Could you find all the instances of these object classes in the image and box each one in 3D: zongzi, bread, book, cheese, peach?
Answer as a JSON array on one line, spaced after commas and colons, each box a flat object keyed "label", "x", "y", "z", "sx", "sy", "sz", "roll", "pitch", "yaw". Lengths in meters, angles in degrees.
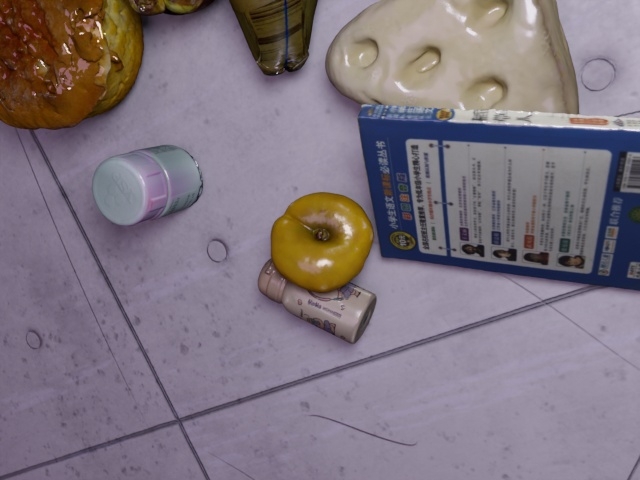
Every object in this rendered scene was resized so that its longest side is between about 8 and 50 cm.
[{"label": "zongzi", "x": -0.007, "y": -0.416, "z": 0.974, "sx": 0.289, "sy": 0.123, "sz": 0.260, "roll": -21, "pitch": 125, "yaw": 6}, {"label": "bread", "x": -0.484, "y": -0.377, "z": 1.148, "sx": 0.358, "sy": 0.204, "sz": 0.337, "roll": 5, "pitch": 109, "yaw": 26}, {"label": "book", "x": 0.275, "y": -0.057, "z": 0.921, "sx": 0.427, "sy": 0.039, "sz": 0.300, "roll": 8, "pitch": 139, "yaw": 21}, {"label": "cheese", "x": 0.200, "y": -0.228, "z": 0.935, "sx": 0.350, "sy": 0.129, "sz": 0.329, "roll": -24, "pitch": 99, "yaw": 31}, {"label": "peach", "x": 0.000, "y": 0.000, "z": 1.073, "sx": 0.179, "sy": 0.103, "sz": 0.179, "roll": -4, "pitch": 62, "yaw": 7}]

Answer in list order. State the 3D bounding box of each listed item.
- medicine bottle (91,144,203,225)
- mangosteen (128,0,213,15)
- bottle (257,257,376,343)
[{"label": "medicine bottle", "x": -0.316, "y": -0.103, "z": 1.168, "sx": 0.135, "sy": 0.168, "sz": 0.135, "roll": 6, "pitch": 107, "yaw": 21}, {"label": "mangosteen", "x": -0.250, "y": -0.446, "z": 1.018, "sx": 0.192, "sy": 0.217, "sz": 0.192, "roll": 11, "pitch": 135, "yaw": 11}, {"label": "bottle", "x": -0.011, "y": 0.101, "z": 1.141, "sx": 0.209, "sy": 0.097, "sz": 0.110, "roll": 24, "pitch": 156, "yaw": 17}]
